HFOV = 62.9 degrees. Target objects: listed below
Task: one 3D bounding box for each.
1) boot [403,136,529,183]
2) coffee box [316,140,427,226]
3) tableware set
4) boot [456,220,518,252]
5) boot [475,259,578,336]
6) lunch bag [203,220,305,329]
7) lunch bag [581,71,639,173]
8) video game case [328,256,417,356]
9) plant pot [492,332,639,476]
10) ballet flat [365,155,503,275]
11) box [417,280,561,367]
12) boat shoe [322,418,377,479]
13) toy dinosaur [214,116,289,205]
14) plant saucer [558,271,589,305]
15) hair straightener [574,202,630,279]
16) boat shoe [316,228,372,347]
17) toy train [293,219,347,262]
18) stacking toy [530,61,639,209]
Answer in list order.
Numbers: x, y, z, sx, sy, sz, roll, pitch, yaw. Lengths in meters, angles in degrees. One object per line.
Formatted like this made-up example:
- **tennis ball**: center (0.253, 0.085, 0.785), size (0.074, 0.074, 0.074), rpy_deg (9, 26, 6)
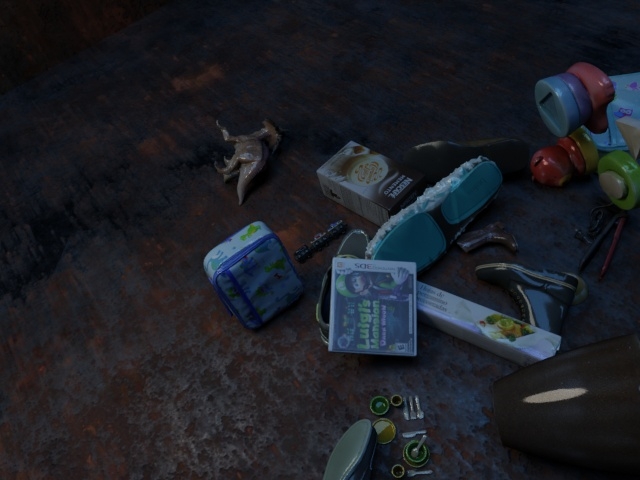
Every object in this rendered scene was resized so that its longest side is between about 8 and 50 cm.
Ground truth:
- **boot**: center (0.368, -0.211, 1.333), size (0.305, 0.112, 0.115), rpy_deg (-1, 21, 20)
- **coffee box**: center (0.130, -0.138, 1.318), size (0.246, 0.098, 0.141), rpy_deg (32, 66, 34)
- **tableware set**: center (0.143, 0.355, 0.959), size (0.104, 0.024, 0.154), rpy_deg (-10, 50, 8)
- **boot**: center (0.369, 0.009, 1.169), size (0.114, 0.037, 0.106), rpy_deg (-19, 36, -3)
- **boot**: center (0.398, 0.120, 1.054), size (0.198, 0.077, 0.137), rpy_deg (9, 69, 36)
- **lunch bag**: center (-0.143, 0.083, 1.137), size (0.176, 0.219, 0.090), rpy_deg (-34, 44, -13)
- **lunch bag**: center (0.737, -0.283, 1.255), size (0.224, 0.108, 0.279), rpy_deg (0, 52, 16)
- **video game case**: center (0.106, 0.131, 1.044), size (0.173, 0.022, 0.190), rpy_deg (4, 73, -2)
- **plant pot**: center (0.409, 0.272, 0.851), size (0.230, 0.215, 0.215), rpy_deg (-12, 48, 25)
- **ballet flat**: center (0.250, -0.042, 1.201), size (0.409, 0.147, 0.147), rpy_deg (-37, 51, -16)
- **box**: center (0.303, 0.166, 1.041), size (0.324, 0.067, 0.063), rpy_deg (21, 60, 30)
- **boat shoe**: center (0.047, 0.424, 0.905), size (0.081, 0.068, 0.228), rpy_deg (-25, 27, 53)
- **toy dinosaur**: center (-0.188, -0.249, 1.493), size (0.200, 0.127, 0.296), rpy_deg (-6, 56, 3)
- **plant saucer**: center (0.506, 0.095, 1.073), size (0.083, 0.015, 0.083), rpy_deg (-8, 50, 9)
- **hair straightener**: center (0.596, -0.020, 1.120), size (0.089, 0.047, 0.230), rpy_deg (22, 60, 29)
- **boat shoe**: center (0.062, 0.088, 1.157), size (0.109, 0.091, 0.305), rpy_deg (3, 53, 18)
- **toy train**: center (0.000, 0.000, 1.292), size (0.158, 0.027, 0.036), rpy_deg (-35, 40, -13)
- **stacking toy**: center (0.547, -0.191, 1.107), size (0.130, 0.309, 0.279), rpy_deg (-25, 46, 5)
